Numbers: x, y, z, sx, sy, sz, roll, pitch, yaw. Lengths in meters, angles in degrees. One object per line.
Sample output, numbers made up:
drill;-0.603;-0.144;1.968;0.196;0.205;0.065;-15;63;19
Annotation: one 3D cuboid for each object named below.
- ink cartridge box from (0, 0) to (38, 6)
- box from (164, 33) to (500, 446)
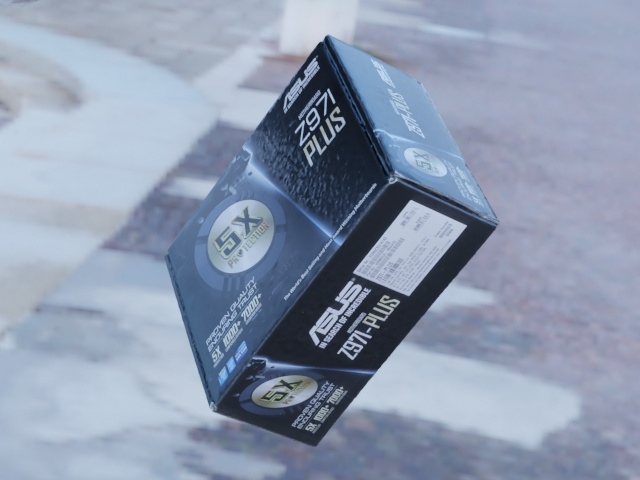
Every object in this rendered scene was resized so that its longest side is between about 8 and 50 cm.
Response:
ink cartridge box;-0.217;-0.236;1.061;0.198;0.114;0.273;-13;-9;33
box;0.000;0.000;1.001;0.077;0.180;0.147;23;27;-31
